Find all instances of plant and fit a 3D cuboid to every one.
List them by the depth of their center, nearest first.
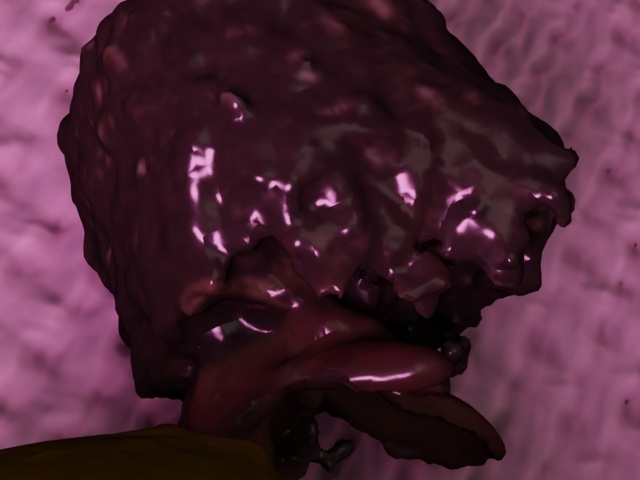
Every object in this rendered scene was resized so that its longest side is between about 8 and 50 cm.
[{"bbox_3d":[0.000,0.000,0.666,0.204,0.178,0.234,-13,63,-29],"label":"plant"}]

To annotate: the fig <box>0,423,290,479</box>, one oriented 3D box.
[{"bbox_3d":[-0.079,0.189,0.464,0.316,0.316,0.316,10,60,-18],"label":"fig"}]
